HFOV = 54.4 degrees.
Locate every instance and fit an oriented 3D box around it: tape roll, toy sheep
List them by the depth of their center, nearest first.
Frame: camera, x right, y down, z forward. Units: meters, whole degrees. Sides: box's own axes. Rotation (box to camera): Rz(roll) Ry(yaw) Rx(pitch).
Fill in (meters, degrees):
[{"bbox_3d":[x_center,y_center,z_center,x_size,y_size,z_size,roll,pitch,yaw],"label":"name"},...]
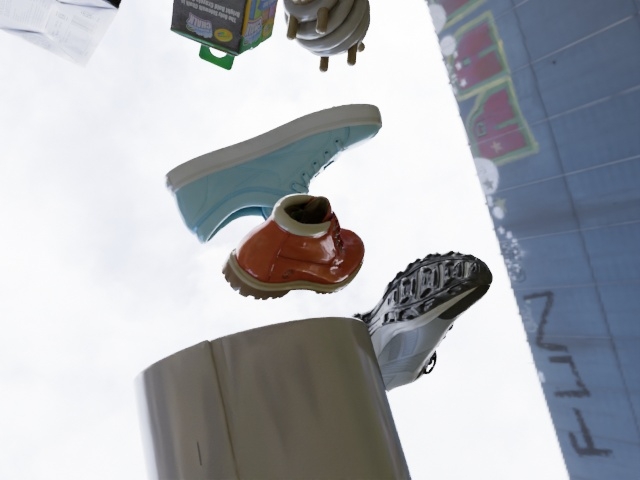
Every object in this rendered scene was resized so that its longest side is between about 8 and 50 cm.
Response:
[{"bbox_3d":[0.008,-0.218,0.605,0.132,0.091,0.091,33,-116,-58],"label":"toy sheep"},{"bbox_3d":[-0.047,0.194,0.607,0.246,0.246,0.169,-4,-113,-29],"label":"tape roll"}]

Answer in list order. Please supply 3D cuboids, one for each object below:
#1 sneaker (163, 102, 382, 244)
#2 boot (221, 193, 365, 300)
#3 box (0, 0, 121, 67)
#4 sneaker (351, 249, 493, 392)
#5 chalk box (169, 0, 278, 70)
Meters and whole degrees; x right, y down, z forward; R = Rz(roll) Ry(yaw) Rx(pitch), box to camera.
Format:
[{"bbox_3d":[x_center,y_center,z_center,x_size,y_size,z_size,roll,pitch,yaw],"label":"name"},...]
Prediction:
[{"bbox_3d":[-0.055,-0.099,1.004,0.365,0.135,0.150,-22,-93,-3],"label":"sneaker"},{"bbox_3d":[0.000,0.000,0.515,0.059,0.085,0.157,48,-150,23],"label":"boot"},{"bbox_3d":[-0.188,-0.319,0.543,0.087,0.169,0.290,21,-102,-27],"label":"box"},{"bbox_3d":[0.112,0.111,0.763,0.108,0.271,0.100,34,-143,-14],"label":"sneaker"},{"bbox_3d":[-0.151,-0.389,1.010,0.132,0.213,0.132,24,-143,9],"label":"chalk box"}]
